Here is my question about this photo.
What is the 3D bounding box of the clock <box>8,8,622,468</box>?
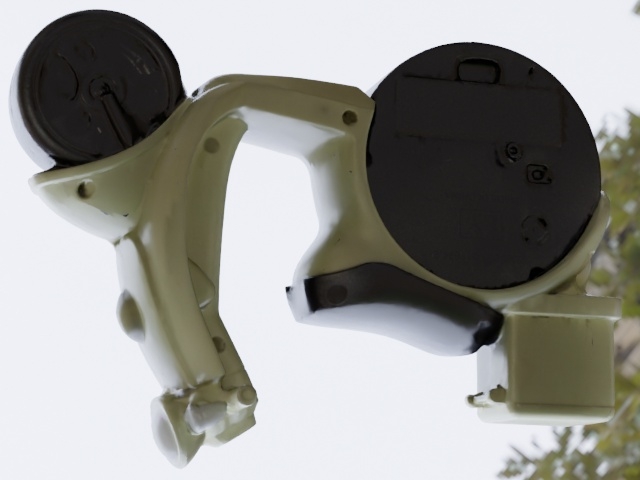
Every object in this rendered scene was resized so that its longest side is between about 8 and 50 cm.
[{"bbox_3d":[0.000,0.000,1.063,0.379,0.120,0.276,0,-100,-14],"label":"clock"}]
